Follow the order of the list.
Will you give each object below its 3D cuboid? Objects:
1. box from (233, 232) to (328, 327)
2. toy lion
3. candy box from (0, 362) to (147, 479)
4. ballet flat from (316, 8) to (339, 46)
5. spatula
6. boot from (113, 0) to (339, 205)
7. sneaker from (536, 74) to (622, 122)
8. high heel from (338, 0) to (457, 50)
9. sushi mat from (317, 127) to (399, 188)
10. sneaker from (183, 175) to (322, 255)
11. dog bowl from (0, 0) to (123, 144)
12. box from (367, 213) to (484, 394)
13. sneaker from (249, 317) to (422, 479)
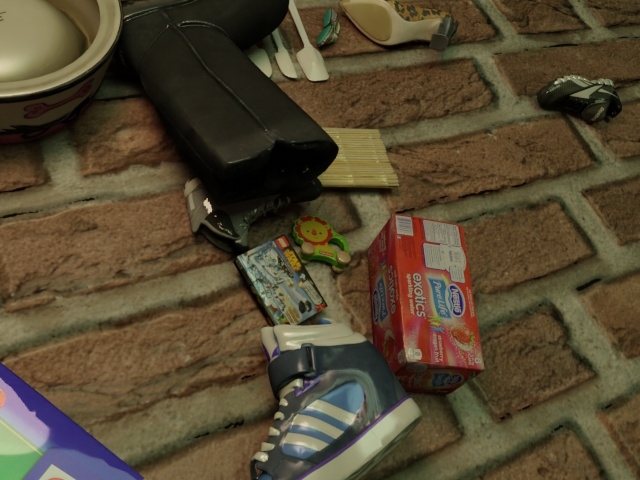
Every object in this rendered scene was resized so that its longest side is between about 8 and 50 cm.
[{"bbox_3d":[-0.062,0.068,1.001,0.094,0.027,0.137,-27,83,-31],"label":"box"},{"bbox_3d":[0.000,0.000,1.084,0.100,0.034,0.096,14,47,-12],"label":"toy lion"},{"bbox_3d":[-0.386,0.295,0.692,0.317,0.122,0.268,37,53,4],"label":"candy box"},{"bbox_3d":[0.022,-0.447,1.373,0.041,0.041,0.114,18,56,-9],"label":"ballet flat"},{"bbox_3d":[-0.089,-0.419,1.328,0.168,0.019,0.242,-9,62,-19],"label":"spatula"},{"bbox_3d":[-0.110,-0.277,1.084,0.367,0.146,0.445,-28,53,-20],"label":"boot"},{"bbox_3d":[0.606,-0.320,1.481,0.234,0.078,0.106,-6,59,-26],"label":"sneaker"},{"bbox_3d":[0.179,-0.504,1.456,0.261,0.093,0.186,22,36,5],"label":"high heel"},{"bbox_3d":[-0.014,-0.155,1.173,0.316,0.019,0.151,-1,51,-21],"label":"sushi mat"},{"bbox_3d":[-0.103,-0.037,1.044,0.228,0.086,0.132,-4,65,-11],"label":"sneaker"},{"bbox_3d":[-0.528,-0.328,1.023,0.407,0.150,0.408,9,57,-14],"label":"dog bowl"},{"bbox_3d":[0.158,0.100,1.017,0.128,0.123,0.257,8,57,-15],"label":"box"},{"bbox_3d":[-0.045,0.235,0.868,0.322,0.130,0.236,-29,63,-28],"label":"sneaker"}]
